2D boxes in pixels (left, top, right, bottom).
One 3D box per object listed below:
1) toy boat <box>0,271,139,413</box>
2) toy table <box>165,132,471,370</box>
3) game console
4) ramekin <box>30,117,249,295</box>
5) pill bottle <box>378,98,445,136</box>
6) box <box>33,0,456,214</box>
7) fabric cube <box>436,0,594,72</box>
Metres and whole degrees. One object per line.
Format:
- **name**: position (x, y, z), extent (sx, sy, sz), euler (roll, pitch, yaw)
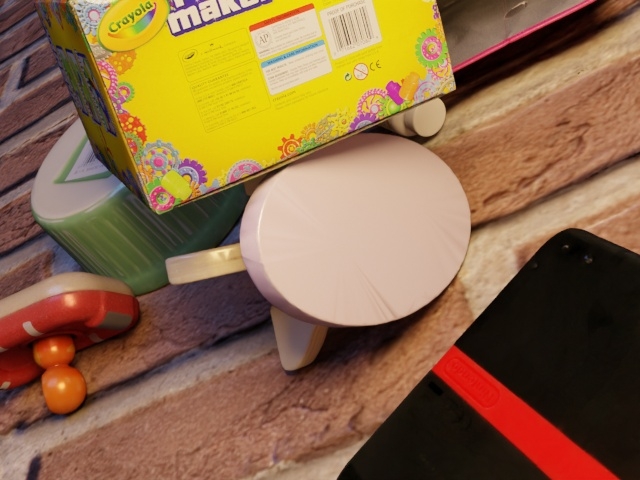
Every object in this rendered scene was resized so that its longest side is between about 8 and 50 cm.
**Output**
- **toy boat**: position (-0.332, 0.142, 1.043), extent (0.231, 0.151, 0.151), euler (-23, 71, 21)
- **toy table**: position (0.000, 0.000, 0.818), extent (0.161, 0.274, 0.252), euler (-11, 80, 47)
- **game console**: position (0.178, 0.175, 0.561), extent (0.342, 0.060, 0.386), euler (-47, 28, -2)
- **ramekin**: position (-0.253, -0.087, 1.161), extent (0.303, 0.148, 0.303), euler (-23, 42, 22)
- **pill bottle**: position (0.096, -0.162, 1.009), extent (0.065, 0.065, 0.116), euler (-47, 39, -7)
- **box**: position (-0.083, -0.183, 0.783), extent (0.290, 0.177, 0.279), euler (-25, 23, -17)
- **fabric cube**: position (0.161, -0.373, 0.961), extent (0.259, 0.254, 0.258), euler (-23, 24, 23)
